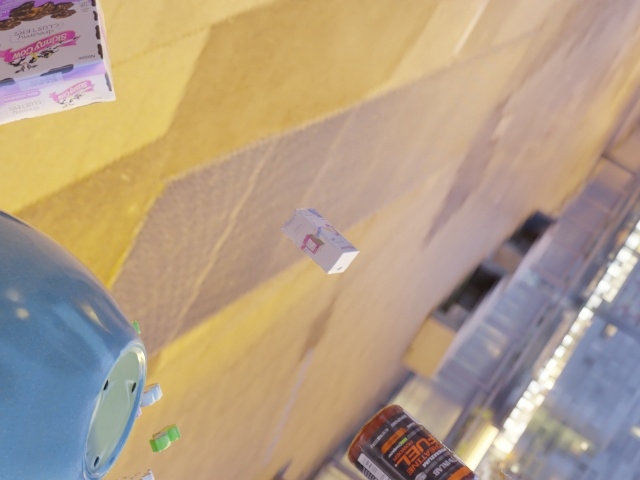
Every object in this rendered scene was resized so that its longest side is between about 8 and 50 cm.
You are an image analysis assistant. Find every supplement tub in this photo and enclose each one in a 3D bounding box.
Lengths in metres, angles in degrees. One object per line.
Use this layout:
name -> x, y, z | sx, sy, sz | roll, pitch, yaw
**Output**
supplement tub -> 0.137, 0.316, 1.715 | 0.106, 0.198, 0.106 | -42, 158, -21

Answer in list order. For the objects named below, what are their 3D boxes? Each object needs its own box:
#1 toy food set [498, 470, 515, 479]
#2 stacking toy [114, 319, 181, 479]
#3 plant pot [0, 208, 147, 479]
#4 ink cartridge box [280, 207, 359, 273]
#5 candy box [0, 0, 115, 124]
toy food set -> 0.331, 0.590, 2.279 | 0.306, 0.220, 0.092 | -58, -169, -17
stacking toy -> -0.226, 0.198, 1.567 | 0.052, 0.166, 0.221 | -16, -172, 12
plant pot -> -0.272, 0.125, 1.158 | 0.290, 0.196, 0.290 | 16, 90, -78
ink cartridge box -> 0.000, 0.000, 2.312 | 0.052, 0.122, 0.088 | -50, 166, 16
candy box -> -0.360, -0.249, 1.674 | 0.165, 0.196, 0.070 | -13, 137, -4
